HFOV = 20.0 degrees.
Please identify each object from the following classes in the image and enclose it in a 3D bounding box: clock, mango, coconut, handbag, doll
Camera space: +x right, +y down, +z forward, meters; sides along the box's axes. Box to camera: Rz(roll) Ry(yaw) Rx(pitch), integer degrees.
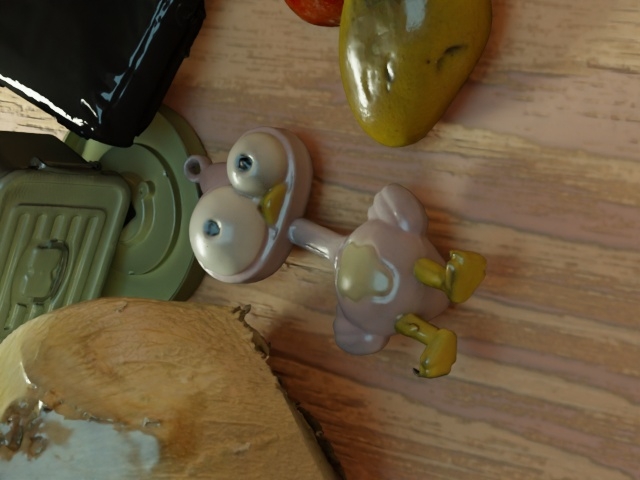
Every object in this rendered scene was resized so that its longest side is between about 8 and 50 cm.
[{"bbox_3d":[-0.199,-0.033,1.873,0.235,0.029,0.235,3,94,40],"label":"clock"},{"bbox_3d":[0.077,-0.172,1.586,0.137,0.098,0.195,25,114,33],"label":"mango"},{"bbox_3d":[-0.168,0.224,1.649,0.346,0.360,0.346,3,95,43],"label":"coconut"},{"bbox_3d":[-0.235,-0.242,1.844,0.275,0.088,0.244,32,99,37],"label":"handbag"},{"bbox_3d":[0.000,0.000,1.665,0.365,0.094,0.160,28,107,35],"label":"doll"}]

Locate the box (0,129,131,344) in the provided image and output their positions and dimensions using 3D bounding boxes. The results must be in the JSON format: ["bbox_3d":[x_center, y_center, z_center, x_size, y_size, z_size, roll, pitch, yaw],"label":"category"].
[{"bbox_3d":[-0.314,0.004,1.867,0.135,0.163,0.243,41,120,44],"label":"box"}]

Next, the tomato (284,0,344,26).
[{"bbox_3d":[0.001,-0.270,1.662,0.155,0.069,0.156,4,96,41],"label":"tomato"}]
